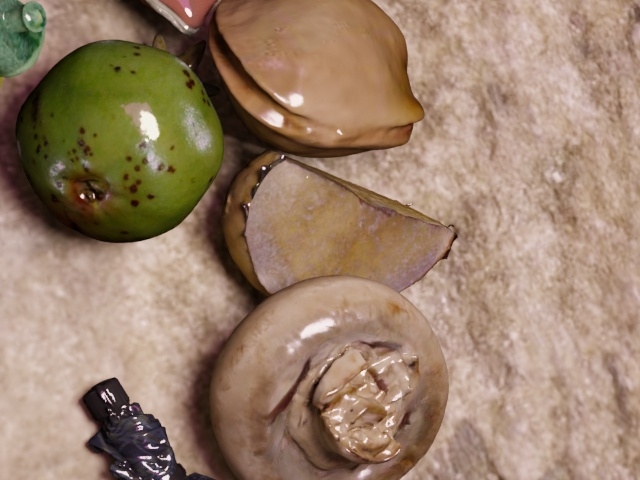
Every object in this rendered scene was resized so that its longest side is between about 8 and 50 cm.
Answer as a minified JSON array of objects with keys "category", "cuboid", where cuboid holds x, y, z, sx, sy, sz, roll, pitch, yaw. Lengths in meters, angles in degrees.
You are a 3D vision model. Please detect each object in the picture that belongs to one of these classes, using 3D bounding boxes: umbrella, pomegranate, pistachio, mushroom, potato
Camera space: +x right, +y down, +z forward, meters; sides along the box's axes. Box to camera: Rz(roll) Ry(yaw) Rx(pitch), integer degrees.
[{"category":"umbrella","cuboid":[-0.133,0.218,1.118,0.224,0.071,0.080,57,31,1]},{"category":"pomegranate","cuboid":[-0.166,-0.103,1.134,0.181,0.181,0.224,46,32,-11]},{"category":"pistachio","cuboid":[-0.018,-0.166,1.196,0.212,0.163,0.260,39,19,20]},{"category":"mushroom","cuboid":[0.014,0.144,1.137,0.226,0.178,0.227,-13,116,-28]},{"category":"potato","cuboid":[0.000,0.000,1.229,0.243,0.098,0.138,22,96,-33]}]

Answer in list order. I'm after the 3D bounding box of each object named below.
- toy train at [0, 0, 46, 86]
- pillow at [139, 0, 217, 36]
[{"category":"toy train","cuboid":[-0.351,-0.203,0.947,0.369,0.237,0.150,33,60,-53]},{"category":"pillow","cuboid":[-0.165,-0.286,1.217,0.179,0.075,0.171,34,42,-6]}]
